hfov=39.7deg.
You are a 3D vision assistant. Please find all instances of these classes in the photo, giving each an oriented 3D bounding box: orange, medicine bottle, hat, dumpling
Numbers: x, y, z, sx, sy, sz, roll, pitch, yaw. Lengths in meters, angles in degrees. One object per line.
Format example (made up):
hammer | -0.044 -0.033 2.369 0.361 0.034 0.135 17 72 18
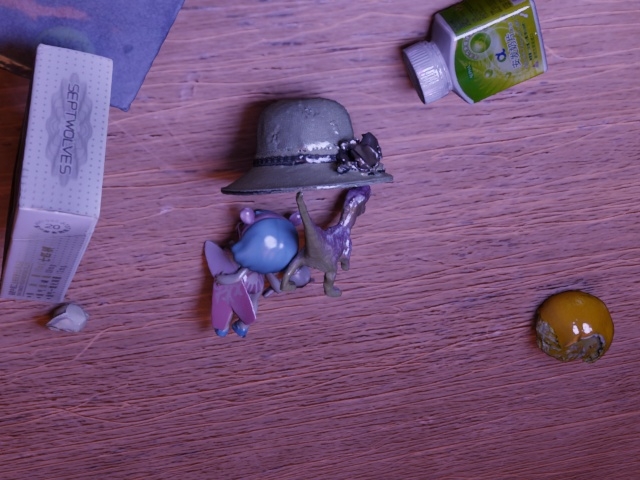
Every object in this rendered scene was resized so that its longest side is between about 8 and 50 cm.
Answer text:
orange | 0.491 0.172 1.710 0.156 0.134 0.157 -6 117 -11
medicine bottle | 0.221 -0.275 1.291 0.188 0.088 0.132 -24 131 3
hat | -0.024 -0.141 1.283 0.257 0.257 0.130 -6 98 -12
dumpling | -0.417 0.134 1.455 0.052 0.076 0.057 43 105 -13

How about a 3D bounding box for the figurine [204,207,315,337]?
figurine | -0.091 0.065 1.464 0.205 0.103 0.260 9 123 -23

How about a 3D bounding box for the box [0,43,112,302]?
box | -0.340 -0.069 1.121 0.095 0.210 0.330 8 157 -22

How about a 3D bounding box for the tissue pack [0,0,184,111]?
tissue pack | -0.280 -0.374 1.038 0.288 0.124 0.394 19 121 -29

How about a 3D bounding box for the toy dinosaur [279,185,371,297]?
toy dinosaur | -0.003 -0.002 1.374 0.251 0.072 0.200 -8 122 -52
